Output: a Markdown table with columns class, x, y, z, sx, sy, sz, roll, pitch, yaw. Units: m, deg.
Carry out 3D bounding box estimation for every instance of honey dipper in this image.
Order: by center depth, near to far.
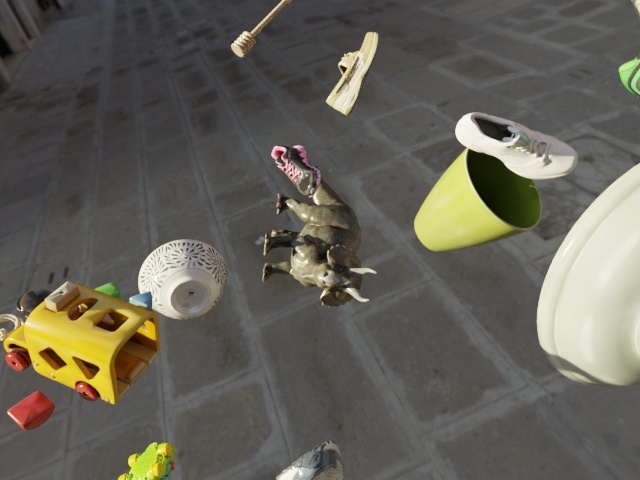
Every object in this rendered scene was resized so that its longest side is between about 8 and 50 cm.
| class | x | y | z | sx | sy | sz | roll | pitch | yaw |
| --- | --- | --- | --- | --- | --- | --- | --- | --- | --- |
| honey dipper | -0.104 | -0.405 | 0.977 | 0.031 | 0.030 | 0.160 | 22 | 68 | 42 |

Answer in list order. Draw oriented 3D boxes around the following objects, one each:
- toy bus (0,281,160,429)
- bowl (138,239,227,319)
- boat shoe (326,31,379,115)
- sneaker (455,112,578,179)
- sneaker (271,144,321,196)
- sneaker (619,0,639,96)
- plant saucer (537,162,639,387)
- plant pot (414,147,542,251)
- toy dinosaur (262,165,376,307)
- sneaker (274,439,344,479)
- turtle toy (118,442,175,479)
| class | x | y | z | sx | sy | sz | roll | pitch | yaw |
| --- | --- | --- | --- | --- | --- | --- | --- | --- | --- |
| toy bus | -0.292 | 0.101 | 0.617 | 0.202 | 0.104 | 0.191 | -10 | 40 | -25 |
| bowl | -0.253 | 0.090 | 0.994 | 0.170 | 0.170 | 0.080 | -25 | 29 | -11 |
| boat shoe | 0.048 | -0.254 | 0.777 | 0.045 | 0.050 | 0.135 | 22 | 78 | -4 |
| sneaker | 0.337 | -0.162 | 0.885 | 0.213 | 0.080 | 0.094 | 19 | -1 | 3 |
| sneaker | -0.041 | -0.108 | 0.798 | 0.057 | 0.047 | 0.119 | 11 | 32 | -35 |
| sneaker | 0.263 | -0.244 | 0.356 | 0.134 | 0.343 | 0.146 | -33 | 33 | -29 |
| plant saucer | 0.493 | 0.065 | 0.705 | 0.401 | 0.400 | 0.100 | -22 | 31 | -6 |
| plant pot | 0.409 | -0.087 | 1.481 | 0.293 | 0.275 | 0.274 | -40 | 11 | 48 |
| toy dinosaur | 0.000 | 0.000 | 0.818 | 0.161 | 0.120 | 0.313 | 9 | 36 | 1 |
| sneaker | 0.014 | 0.405 | 0.766 | 0.110 | 0.282 | 0.122 | -25 | 43 | -25 |
| turtle toy | -0.321 | 0.438 | 1.014 | 0.095 | 0.066 | 0.130 | -22 | 19 | 13 |
